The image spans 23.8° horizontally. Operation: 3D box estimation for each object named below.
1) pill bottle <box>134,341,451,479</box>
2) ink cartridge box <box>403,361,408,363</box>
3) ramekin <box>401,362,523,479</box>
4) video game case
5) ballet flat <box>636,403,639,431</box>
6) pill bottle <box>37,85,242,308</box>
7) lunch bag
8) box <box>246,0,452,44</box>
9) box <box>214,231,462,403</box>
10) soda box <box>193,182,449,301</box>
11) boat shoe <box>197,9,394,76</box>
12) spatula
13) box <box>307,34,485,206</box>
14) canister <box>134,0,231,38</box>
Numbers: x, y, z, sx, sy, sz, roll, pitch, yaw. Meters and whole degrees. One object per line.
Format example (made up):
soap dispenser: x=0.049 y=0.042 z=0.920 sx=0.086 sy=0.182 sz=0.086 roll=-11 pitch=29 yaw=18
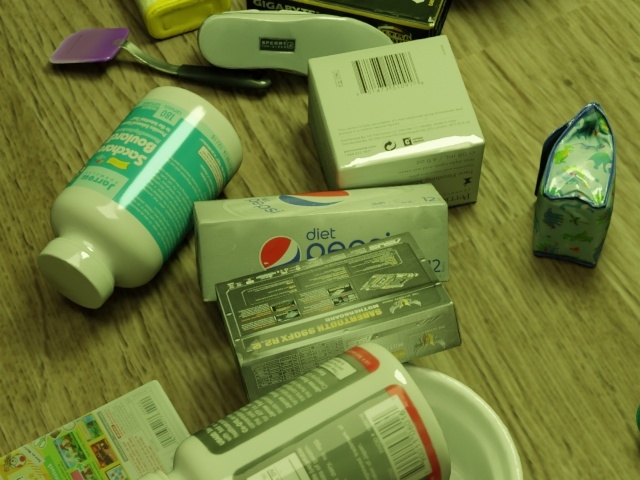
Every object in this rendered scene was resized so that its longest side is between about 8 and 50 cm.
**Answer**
pill bottle: x=-0.036 y=0.226 z=1.413 sx=0.283 sy=0.161 sz=0.161 roll=-27 pitch=59 yaw=-16
ink cartridge box: x=0.007 y=0.117 z=1.712 sx=0.180 sy=0.060 sz=0.104 roll=-2 pitch=55 yaw=1
ramekin: x=0.064 y=0.274 z=1.557 sx=0.277 sy=0.135 sz=0.277 roll=-1 pitch=56 yaw=1
video game case: x=-0.215 y=0.282 z=1.626 sx=0.206 sy=0.026 sz=0.227 roll=-26 pitch=59 yaw=-16
ballet flat: x=0.471 y=0.273 z=1.578 sx=0.124 sy=0.116 sz=0.342 roll=-13 pitch=50 yaw=-31
pill bottle: x=-0.216 y=-0.046 z=1.780 sx=0.146 sy=0.146 sz=0.264 roll=25 pitch=59 yaw=18
lunch bag: x=0.303 y=-0.069 z=1.793 sx=0.096 sy=0.129 sz=0.151 roll=14 pitch=57 yaw=10
box: x=0.069 y=-0.405 z=2.066 sx=0.257 sy=0.079 sz=0.322 roll=15 pitch=57 yaw=10
box: x=0.015 y=0.078 z=1.618 sx=0.231 sy=0.056 sz=0.183 roll=-16 pitch=28 yaw=-6
soda box: x=0.000 y=0.000 z=1.742 sx=0.286 sy=0.098 sz=0.091 roll=-5 pitch=18 yaw=-7
boat shoe: x=-0.029 y=-0.259 z=1.959 sx=0.258 sy=0.095 sz=0.084 roll=10 pitch=21 yaw=-9
spatula: x=-0.204 y=-0.233 z=1.979 sx=0.296 sy=0.030 sz=0.084 roll=14 pitch=43 yaw=9
box: x=0.088 y=-0.134 z=1.849 sx=0.181 sy=0.119 sz=0.182 roll=-11 pitch=56 yaw=-6
canister: x=-0.204 y=-0.361 z=2.045 sx=0.126 sy=0.073 sz=0.170 roll=-19 pitch=58 yaw=-11
